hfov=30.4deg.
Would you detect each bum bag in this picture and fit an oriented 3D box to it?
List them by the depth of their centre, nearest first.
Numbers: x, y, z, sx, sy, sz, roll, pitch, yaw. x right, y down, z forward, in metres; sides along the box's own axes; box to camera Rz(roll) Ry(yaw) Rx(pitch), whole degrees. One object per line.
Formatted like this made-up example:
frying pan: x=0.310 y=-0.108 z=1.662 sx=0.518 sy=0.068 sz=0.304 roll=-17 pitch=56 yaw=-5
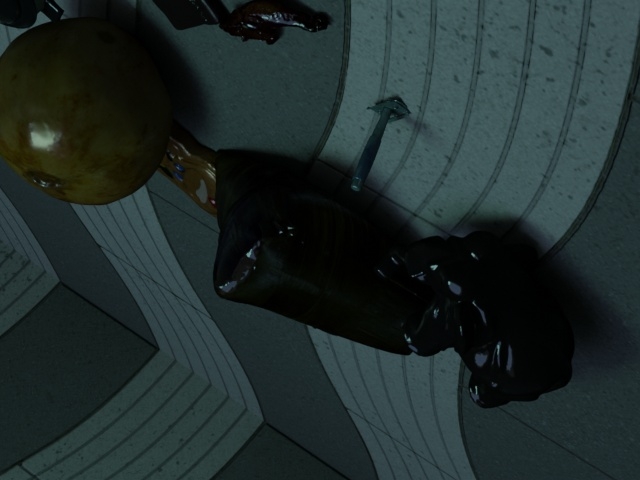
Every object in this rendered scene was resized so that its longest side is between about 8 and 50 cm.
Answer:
bum bag: x=-0.215 y=-0.369 z=1.801 sx=0.109 sy=0.026 sz=0.159 roll=50 pitch=155 yaw=-24

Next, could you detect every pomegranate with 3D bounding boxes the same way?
pomegranate: x=-0.407 y=-0.235 z=2.029 sx=0.338 sy=0.338 sz=0.338 roll=33 pitch=156 yaw=17

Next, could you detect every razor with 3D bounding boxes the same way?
razor: x=0.074 y=-0.130 z=1.653 sx=0.040 sy=0.135 sz=0.068 roll=29 pitch=162 yaw=-22

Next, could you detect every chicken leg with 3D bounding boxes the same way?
chicken leg: x=-0.076 y=-0.310 z=1.668 sx=0.093 sy=0.053 sz=0.205 roll=26 pitch=173 yaw=-30

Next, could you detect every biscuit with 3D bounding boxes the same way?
biscuit: x=-0.230 y=-0.120 z=2.246 sx=0.334 sy=0.047 sz=0.202 roll=39 pitch=157 yaw=2

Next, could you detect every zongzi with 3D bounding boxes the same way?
zongzi: x=0.000 y=0.000 z=2.030 sx=0.403 sy=0.208 sz=0.432 roll=24 pitch=-160 yaw=-22

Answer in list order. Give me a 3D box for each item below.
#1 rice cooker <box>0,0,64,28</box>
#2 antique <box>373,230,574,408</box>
rice cooker: x=-0.482 y=-0.457 z=1.795 sx=0.280 sy=0.227 sz=0.241 roll=45 pitch=156 yaw=-11
antique: x=0.248 y=0.112 z=1.773 sx=0.322 sy=0.185 sz=0.255 roll=44 pitch=164 yaw=-9
